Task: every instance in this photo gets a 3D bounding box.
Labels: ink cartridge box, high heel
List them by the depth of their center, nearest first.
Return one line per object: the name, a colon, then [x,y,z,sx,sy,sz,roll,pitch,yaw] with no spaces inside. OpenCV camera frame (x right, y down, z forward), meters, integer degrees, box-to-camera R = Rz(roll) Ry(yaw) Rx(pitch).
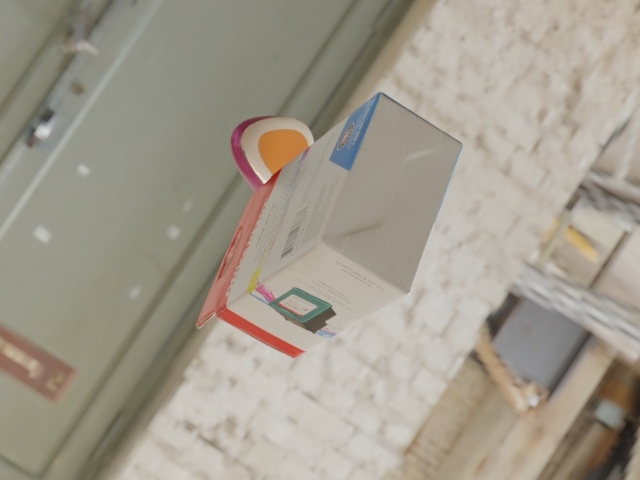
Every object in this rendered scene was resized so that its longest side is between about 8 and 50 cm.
ink cartridge box: [0.000,0.000,1.185,0.078,0.134,0.231,30,152,-15]
high heel: [-0.050,-0.063,1.430,0.117,0.082,0.244,6,176,27]
